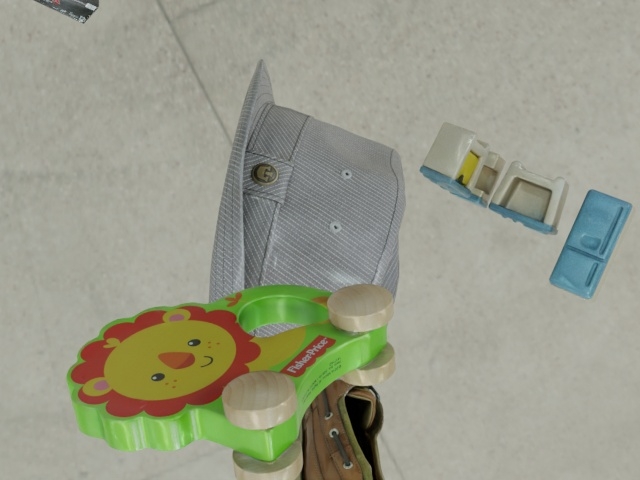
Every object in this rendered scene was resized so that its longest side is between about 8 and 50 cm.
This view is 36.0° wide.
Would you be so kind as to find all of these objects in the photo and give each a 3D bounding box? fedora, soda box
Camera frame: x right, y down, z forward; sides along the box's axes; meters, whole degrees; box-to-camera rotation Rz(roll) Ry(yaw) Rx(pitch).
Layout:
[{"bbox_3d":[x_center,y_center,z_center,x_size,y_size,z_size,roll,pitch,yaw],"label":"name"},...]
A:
[{"bbox_3d":[0.000,0.000,0.750,0.124,0.275,0.243,6,136,5],"label":"fedora"},{"bbox_3d":[-0.466,-0.441,1.694,0.169,0.060,0.053,21,137,-40],"label":"soda box"}]

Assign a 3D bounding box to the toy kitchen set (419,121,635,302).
[{"bbox_3d":[0.226,-0.030,1.115,0.166,0.207,0.122,19,95,-65],"label":"toy kitchen set"}]

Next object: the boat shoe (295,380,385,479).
[{"bbox_3d":[0.026,0.204,1.153,0.104,0.307,0.111,-30,126,20],"label":"boat shoe"}]

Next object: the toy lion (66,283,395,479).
[{"bbox_3d":[-0.035,0.043,0.352,0.096,0.100,0.034,14,123,32],"label":"toy lion"}]
